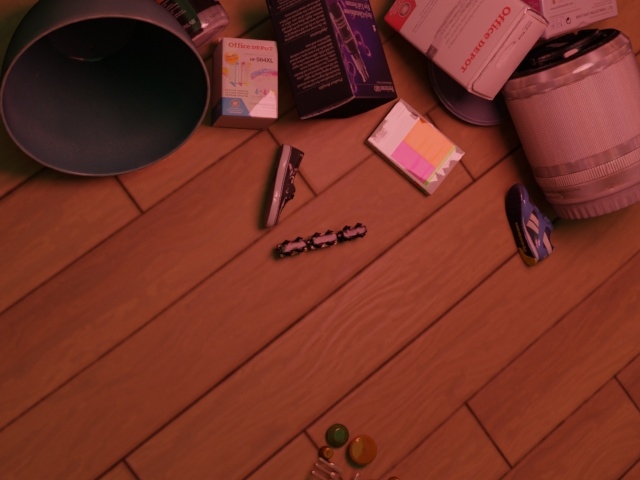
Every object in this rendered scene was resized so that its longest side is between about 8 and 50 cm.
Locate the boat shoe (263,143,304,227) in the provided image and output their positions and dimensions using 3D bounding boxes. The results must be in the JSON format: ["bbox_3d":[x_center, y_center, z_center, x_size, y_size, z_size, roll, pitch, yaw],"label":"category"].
[{"bbox_3d":[-0.058,-0.087,1.563,0.040,0.049,0.142,16,77,-14],"label":"boat shoe"}]

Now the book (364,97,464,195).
[{"bbox_3d":[0.159,-0.157,1.643,0.144,0.035,0.096,40,78,-8],"label":"book"}]

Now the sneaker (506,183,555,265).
[{"bbox_3d":[0.365,-0.032,1.679,0.059,0.053,0.144,-19,98,-17],"label":"sneaker"}]

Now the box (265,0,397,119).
[{"bbox_3d":[0.019,-0.305,1.544,0.153,0.108,0.207,-16,89,-58],"label":"box"}]

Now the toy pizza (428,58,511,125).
[{"bbox_3d":[0.277,-0.298,1.692,0.201,0.032,0.201,2,83,-18],"label":"toy pizza"}]

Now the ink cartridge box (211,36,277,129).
[{"bbox_3d":[-0.121,-0.257,1.541,0.092,0.090,0.143,1,84,-16],"label":"ink cartridge box"}]

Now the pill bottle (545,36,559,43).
[{"bbox_3d":[0.455,-0.321,1.729,0.116,0.065,0.065,21,78,-13],"label":"pill bottle"}]

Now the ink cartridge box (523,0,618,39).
[{"bbox_3d":[0.406,-0.513,1.637,0.185,0.065,0.311,-21,110,-30],"label":"ink cartridge box"}]

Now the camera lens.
[{"bbox_3d":[0.439,-0.199,1.615,0.219,0.219,0.274,-28,104,-17],"label":"camera lens"}]

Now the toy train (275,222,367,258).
[{"bbox_3d":[0.000,0.000,1.576,0.158,0.036,0.027,-14,84,-18],"label":"toy train"}]

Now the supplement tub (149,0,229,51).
[{"bbox_3d":[-0.238,-0.388,1.508,0.117,0.117,0.190,-35,94,-17],"label":"supplement tub"}]

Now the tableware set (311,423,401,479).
[{"bbox_3d":[0.063,0.368,1.561,0.154,0.024,0.104,33,73,-9],"label":"tableware set"}]

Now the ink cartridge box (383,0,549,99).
[{"bbox_3d":[0.235,-0.356,1.572,0.218,0.092,0.159,47,112,30],"label":"ink cartridge box"}]

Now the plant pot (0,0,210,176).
[{"bbox_3d":[-0.324,-0.264,1.412,0.290,0.290,0.195,-7,50,-17],"label":"plant pot"}]
